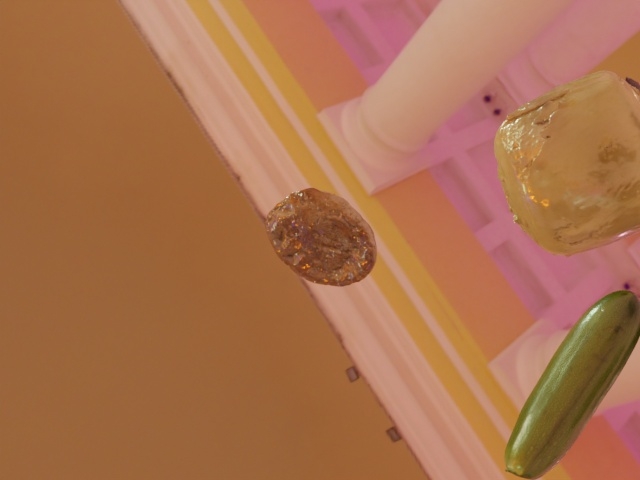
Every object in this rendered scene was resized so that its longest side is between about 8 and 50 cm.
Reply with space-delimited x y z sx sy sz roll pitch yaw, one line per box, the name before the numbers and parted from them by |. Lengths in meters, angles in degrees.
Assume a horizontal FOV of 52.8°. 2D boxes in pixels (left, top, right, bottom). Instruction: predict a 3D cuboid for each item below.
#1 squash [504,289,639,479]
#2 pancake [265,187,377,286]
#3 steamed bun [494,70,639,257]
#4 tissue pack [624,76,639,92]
squash | 0.341 0.194 0.870 0.082 0.082 0.292 34 -93 -10
pancake | 0.000 0.000 0.755 0.139 0.139 0.022 37 -136 -7
steamed bun | 0.395 -0.094 0.967 0.166 0.232 0.272 -86 -28 -67
tissue pack | 0.700 -0.174 1.311 0.333 0.123 0.244 14 -138 -42
